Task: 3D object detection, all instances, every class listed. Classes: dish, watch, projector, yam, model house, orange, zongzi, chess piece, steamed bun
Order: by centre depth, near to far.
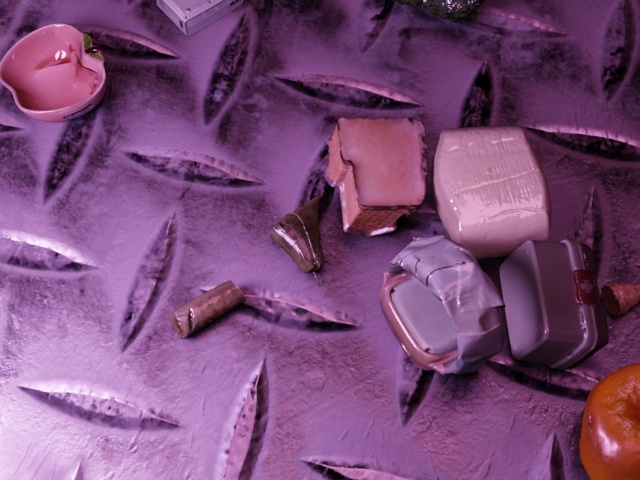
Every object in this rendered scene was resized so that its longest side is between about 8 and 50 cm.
[{"bbox_3d":[0.531,0.325,1.710,0.249,0.183,0.249,-10,49,11],"label":"orange"},{"bbox_3d":[0.205,0.102,1.794,0.162,0.241,0.253,-26,64,-12],"label":"watch"},{"bbox_3d":[-0.198,0.119,1.891,0.132,0.054,0.054,-30,66,-16],"label":"yam"},{"bbox_3d":[0.588,0.083,1.912,0.172,0.060,0.060,-16,63,-11],"label":"chess piece"},{"bbox_3d":[0.302,-0.081,1.943,0.200,0.154,0.250,-9,63,-1],"label":"steamed bun"},{"bbox_3d":[0.000,0.000,1.959,0.130,0.062,0.154,-35,73,-30],"label":"zongzi"},{"bbox_3d":[0.095,-0.109,1.962,0.167,0.172,0.182,0,70,-15],"label":"model house"},{"bbox_3d":[-0.509,-0.311,2.103,0.213,0.090,0.213,-1,63,2],"label":"dish"},{"bbox_3d":[-0.251,-0.507,2.226,0.147,0.061,0.115,-35,66,-18],"label":"projector"}]

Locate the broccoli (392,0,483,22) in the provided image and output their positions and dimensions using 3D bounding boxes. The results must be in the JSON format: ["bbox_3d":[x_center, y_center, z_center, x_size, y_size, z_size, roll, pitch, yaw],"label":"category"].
[{"bbox_3d":[0.257,-0.608,2.179,0.304,0.321,0.283,45,39,11],"label":"broccoli"}]

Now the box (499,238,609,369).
[{"bbox_3d":[0.395,0.107,1.839,0.129,0.148,0.210,6,60,-19],"label":"box"}]
